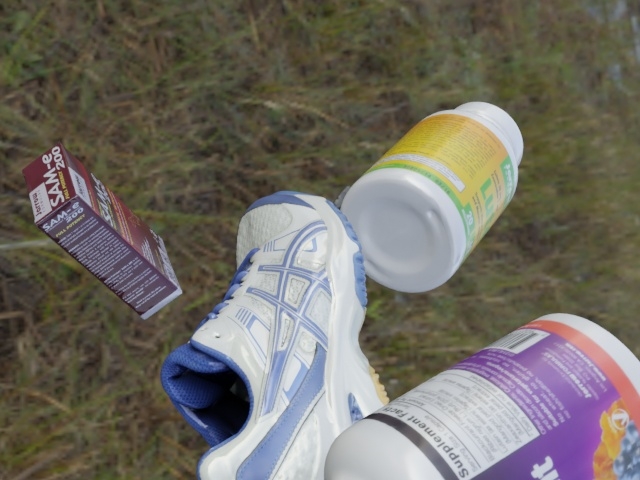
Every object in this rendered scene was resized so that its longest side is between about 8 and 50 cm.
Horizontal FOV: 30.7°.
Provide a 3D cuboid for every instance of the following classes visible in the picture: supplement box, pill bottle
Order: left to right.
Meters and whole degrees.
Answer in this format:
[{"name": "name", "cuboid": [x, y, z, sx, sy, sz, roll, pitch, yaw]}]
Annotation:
[{"name": "supplement box", "cuboid": [-0.297, -0.010, 1.591, 0.239, 0.073, 0.130, 48, 9, -43]}, {"name": "pill bottle", "cuboid": [0.132, -0.059, 1.256, 0.245, 0.136, 0.136, -45, 122, -50]}, {"name": "pill bottle", "cuboid": [0.070, 0.122, 0.575, 0.193, 0.108, 0.108, -26, 110, -26]}]

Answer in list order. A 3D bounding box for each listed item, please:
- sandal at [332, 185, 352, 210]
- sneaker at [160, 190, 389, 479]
[{"name": "sandal", "cuboid": [0.000, 0.000, 1.310, 0.067, 0.040, 0.179, -52, 165, -42]}, {"name": "sneaker", "cuboid": [-0.040, 0.062, 0.773, 0.296, 0.130, 0.112, -105, -150, -49]}]
